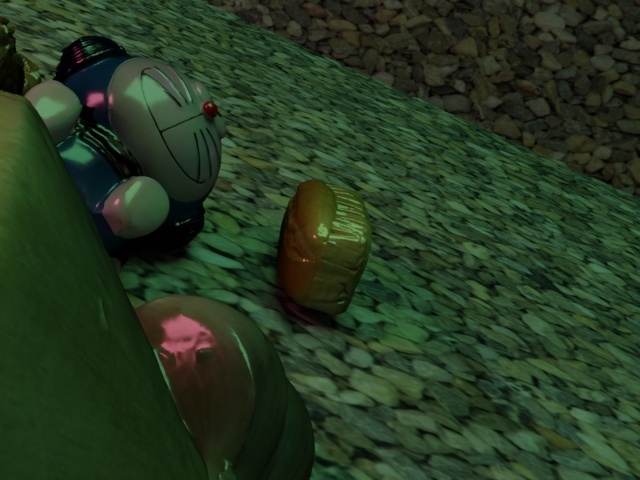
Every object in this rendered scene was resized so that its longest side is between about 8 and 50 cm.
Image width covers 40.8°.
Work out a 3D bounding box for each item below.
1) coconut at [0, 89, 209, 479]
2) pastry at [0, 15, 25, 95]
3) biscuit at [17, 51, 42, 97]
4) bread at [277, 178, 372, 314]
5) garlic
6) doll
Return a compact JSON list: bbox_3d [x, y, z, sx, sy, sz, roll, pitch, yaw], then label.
[{"bbox_3d":[-0.252,0.105,0.409,0.415,0.415,0.344,16,-1,-17],"label":"coconut"},{"bbox_3d":[-0.427,-0.146,0.935,0.193,0.275,0.275,33,24,13],"label":"pastry"},{"bbox_3d":[-0.540,-0.256,1.299,0.259,0.079,0.259,20,23,-9],"label":"biscuit"},{"bbox_3d":[0.000,0.000,1.166,0.106,0.140,0.236,16,20,-8],"label":"bread"},{"bbox_3d":[-0.130,0.159,0.723,0.237,0.210,0.292,-20,41,-11],"label":"garlic"},{"bbox_3d":[-0.248,-0.104,1.054,0.284,0.240,0.310,60,33,-16],"label":"doll"}]
